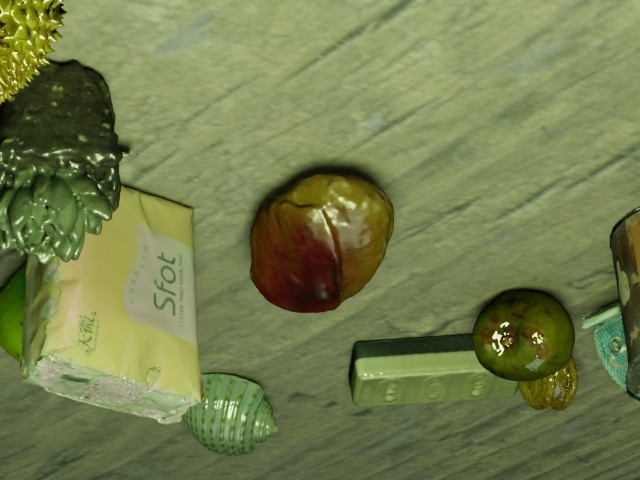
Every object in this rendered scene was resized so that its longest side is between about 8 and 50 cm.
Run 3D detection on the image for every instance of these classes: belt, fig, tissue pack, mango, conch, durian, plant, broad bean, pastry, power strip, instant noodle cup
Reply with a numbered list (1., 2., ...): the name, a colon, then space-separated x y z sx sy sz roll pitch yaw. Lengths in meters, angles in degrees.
1. belt: 0.449 0.150 2.015 0.082 0.148 0.163 -31 170 29
2. fig: 0.286 0.115 1.983 0.133 0.185 0.127 -22 105 29
3. tissue pack: -0.237 0.061 1.620 0.215 0.257 0.123 21 142 -37
4. mango: -0.347 0.093 1.803 0.119 0.100 0.178 7 139 -16
5. conch: -0.138 0.257 2.117 0.153 0.102 0.135 2 133 -13
6. durian: -0.305 -0.230 1.224 0.137 0.193 0.237 -31 162 2
7. plant: -0.263 -0.076 1.450 0.132 0.195 0.129 -2 153 -6
8. broad bean: -0.001 -0.003 1.694 0.156 0.122 0.228 26 136 -4
9. pastry: 0.330 0.199 2.111 0.057 0.097 0.109 0 -169 -22
10. power strip: 0.172 0.187 2.086 0.256 0.070 0.105 -4 149 -6
11. instant noodle cup: 0.468 0.071 1.822 0.217 0.207 0.217 -5 150 -3

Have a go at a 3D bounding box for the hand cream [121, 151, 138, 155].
1. hand cream: -0.282 -0.099 1.558 0.165 0.037 0.057 5 -178 -18
